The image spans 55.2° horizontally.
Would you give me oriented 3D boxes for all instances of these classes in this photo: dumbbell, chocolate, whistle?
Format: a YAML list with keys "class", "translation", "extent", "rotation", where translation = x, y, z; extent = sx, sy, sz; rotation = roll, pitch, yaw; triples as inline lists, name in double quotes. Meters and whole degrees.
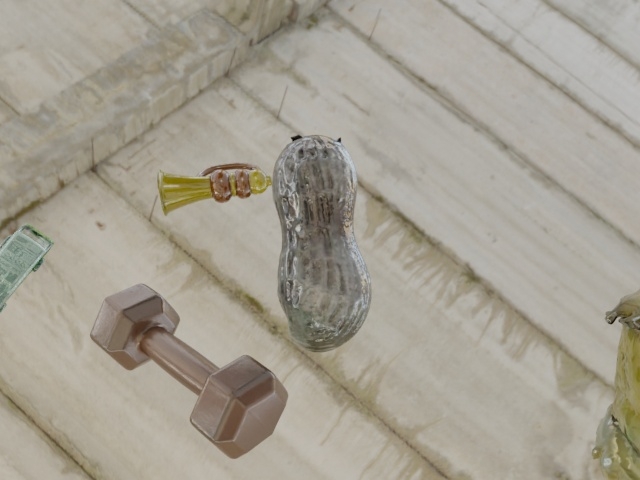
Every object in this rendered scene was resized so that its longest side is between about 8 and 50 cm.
- class: "dumbbell"
  translation: [-0.138, 0.123, 0.617]
  extent: [0.231, 0.092, 0.082]
  rotation: [26, -116, 34]
- class: "chocolate"
  translation: [0.000, 0.000, 0.684]
  extent: [0.110, 0.110, 0.248]
  rotation: [-6, -90, -20]
- class: "whistle"
  translation: [-0.104, -0.054, 0.610]
  extent: [0.109, 0.057, 0.046]
  rotation: [-9, -86, -13]

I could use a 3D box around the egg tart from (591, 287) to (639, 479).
- class: "egg tart"
  translation: [0.273, 0.037, 0.327]
  extent: [0.315, 0.315, 0.120]
  rotation: [-31, -92, -29]

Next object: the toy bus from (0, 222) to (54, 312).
- class: "toy bus"
  translation: [-0.228, 0.028, 0.436]
  extent: [0.031, 0.037, 0.083]
  rotation: [40, -96, -17]
